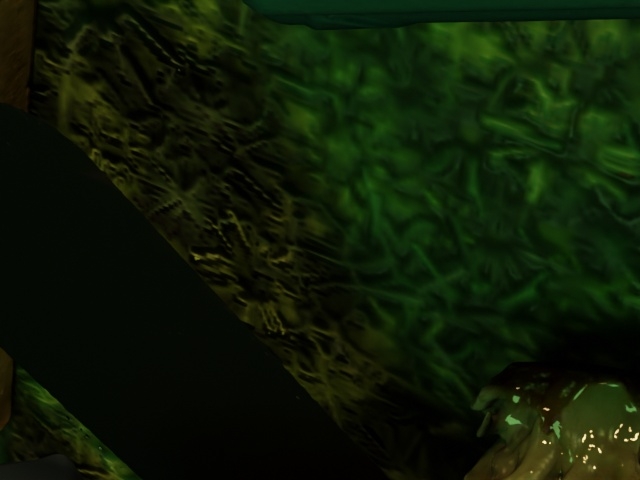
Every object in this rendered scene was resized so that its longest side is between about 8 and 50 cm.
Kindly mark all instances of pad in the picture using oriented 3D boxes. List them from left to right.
[{"bbox_3d":[-0.005,0.018,0.556,0.323,0.055,0.250,-15,130,31],"label":"pad"}]

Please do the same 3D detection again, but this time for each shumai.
[{"bbox_3d":[0.082,0.083,0.542,0.099,0.087,0.124,6,174,-4],"label":"shumai"}]

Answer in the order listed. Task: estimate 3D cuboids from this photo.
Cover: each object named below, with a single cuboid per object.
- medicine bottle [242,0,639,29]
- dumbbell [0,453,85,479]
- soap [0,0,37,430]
[{"bbox_3d":[0.087,-0.095,0.388,0.258,0.124,0.079,3,120,20],"label":"medicine bottle"},{"bbox_3d":[-0.220,0.192,0.788,0.316,0.143,0.156,-17,112,43],"label":"dumbbell"},{"bbox_3d":[-0.161,-0.023,0.657,0.092,0.037,0.252,26,134,15],"label":"soap"}]
